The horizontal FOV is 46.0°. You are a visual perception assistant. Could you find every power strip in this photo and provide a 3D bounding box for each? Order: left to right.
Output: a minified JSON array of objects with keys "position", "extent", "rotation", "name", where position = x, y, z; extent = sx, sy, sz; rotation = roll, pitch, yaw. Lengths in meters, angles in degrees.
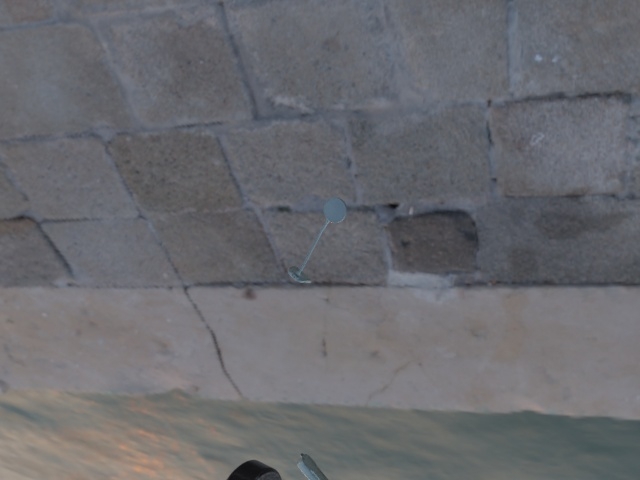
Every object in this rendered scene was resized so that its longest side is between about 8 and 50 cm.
[{"position":[-0.003,0.700,2.207],"extent":[0.030,0.047,0.191],"rotation":[-38,93,21],"name":"power strip"}]

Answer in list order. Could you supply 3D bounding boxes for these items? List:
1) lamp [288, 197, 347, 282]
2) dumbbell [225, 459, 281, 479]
[{"position":[0.000,0.000,1.524],"extent":[0.050,0.056,0.198],"rotation":[40,110,24],"name":"lamp"},{"position":[-0.082,0.692,1.853],"extent":[0.322,0.204,0.204],"rotation":[15,143,31],"name":"dumbbell"}]
